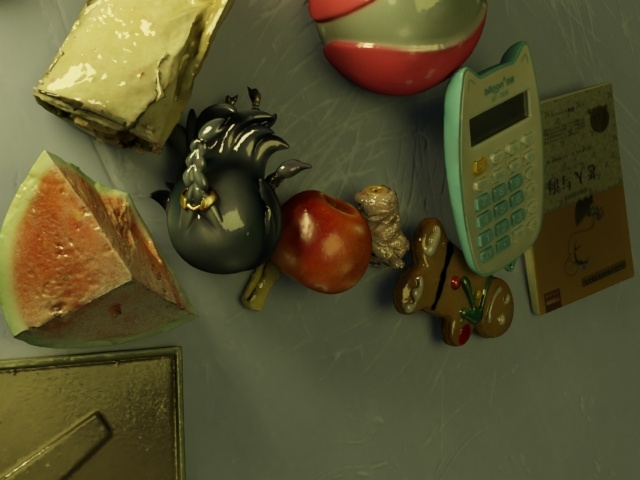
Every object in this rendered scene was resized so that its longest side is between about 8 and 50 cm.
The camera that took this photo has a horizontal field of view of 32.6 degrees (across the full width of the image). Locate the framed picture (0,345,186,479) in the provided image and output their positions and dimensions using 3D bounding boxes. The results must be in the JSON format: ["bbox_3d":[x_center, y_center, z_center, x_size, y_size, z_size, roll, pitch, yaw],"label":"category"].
[{"bbox_3d":[-0.335,0.275,1.526,0.324,0.020,0.241,-3,91,-34],"label":"framed picture"}]

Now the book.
[{"bbox_3d":[0.471,-0.081,2.045,0.268,0.032,0.389,-19,105,-30],"label":"book"}]

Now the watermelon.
[{"bbox_3d":[-0.310,0.022,1.466,0.256,0.176,0.260,-22,80,-39],"label":"watermelon"}]

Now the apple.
[{"bbox_3d":[0.000,0.000,1.672,0.163,0.163,0.139,25,95,-31],"label":"apple"}]

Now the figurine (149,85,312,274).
[{"bbox_3d":[-0.141,-0.084,1.579,0.197,0.175,0.265,-15,91,-42],"label":"figurine"}]

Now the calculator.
[{"bbox_3d":[0.298,-0.124,1.846,0.256,0.054,0.386,-29,116,-42],"label":"calculator"}]

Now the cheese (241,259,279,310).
[{"bbox_3d":[-0.090,0.070,1.690,0.044,0.030,0.083,49,58,-42],"label":"cheese"}]

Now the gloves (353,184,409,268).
[{"bbox_3d":[0.089,-0.017,1.764,0.094,0.110,0.144,-18,98,-30],"label":"gloves"}]

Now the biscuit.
[{"bbox_3d":[0.245,0.083,1.875,0.301,0.049,0.197,32,73,-42],"label":"biscuit"}]

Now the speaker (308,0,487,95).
[{"bbox_3d":[0.129,-0.372,1.757,0.294,0.294,0.294,1,89,-34],"label":"speaker"}]

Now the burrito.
[{"bbox_3d":[-0.231,-0.286,1.529,0.332,0.190,0.135,-63,162,-13],"label":"burrito"}]
